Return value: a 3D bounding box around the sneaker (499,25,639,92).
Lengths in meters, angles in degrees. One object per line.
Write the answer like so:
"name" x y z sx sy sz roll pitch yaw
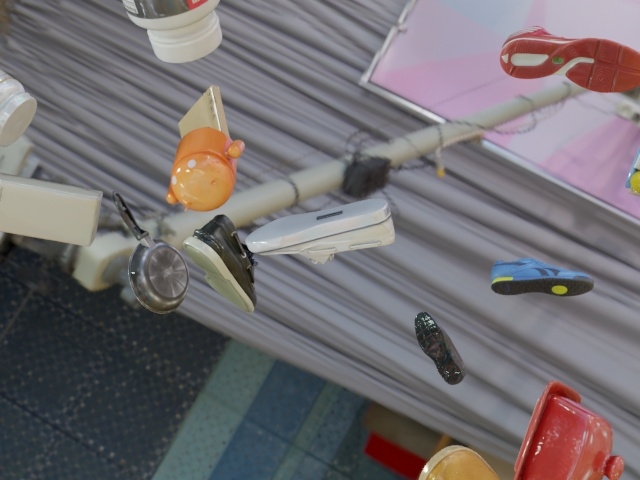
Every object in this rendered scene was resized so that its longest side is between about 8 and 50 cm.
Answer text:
"sneaker" 0.392 -0.297 1.462 0.128 0.221 0.087 -71 -9 -57

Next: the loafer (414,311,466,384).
"loafer" 0.258 0.229 2.028 0.062 0.170 0.061 -30 -7 24

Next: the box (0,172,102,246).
"box" -0.603 -0.070 1.962 0.094 0.275 0.113 -121 44 -76

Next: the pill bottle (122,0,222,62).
"pill bottle" -0.271 -0.476 1.625 0.176 0.176 0.319 -55 -35 -36

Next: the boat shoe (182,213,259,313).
"boat shoe" -0.187 0.047 1.998 0.113 0.127 0.340 -55 -29 -16

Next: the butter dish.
"butter dish" 0.337 0.280 1.231 0.160 0.118 0.160 30 -102 -56

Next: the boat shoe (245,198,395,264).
"boat shoe" 0.000 0.000 1.604 0.095 0.258 0.084 -65 -39 -61

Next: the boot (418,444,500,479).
"boot" 0.208 0.338 0.863 0.104 0.295 0.211 -32 25 -17

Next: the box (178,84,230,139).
"box" -0.252 -0.213 2.065 0.021 0.201 0.164 3 -27 -37

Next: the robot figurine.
"robot figurine" -0.228 -0.142 1.863 0.219 0.158 0.128 -92 2 -56

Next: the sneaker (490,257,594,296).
"sneaker" 0.454 0.066 1.929 0.069 0.209 0.082 64 -145 -46

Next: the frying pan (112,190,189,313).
"frying pan" -0.420 0.026 2.425 0.197 0.053 0.326 -4 -99 -52

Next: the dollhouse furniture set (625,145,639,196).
"dollhouse furniture set" 0.756 -0.192 1.746 0.304 0.286 0.198 -64 -18 -11

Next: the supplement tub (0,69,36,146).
"supplement tub" -0.709 -0.299 1.955 0.144 0.199 0.144 -56 -1 -2
